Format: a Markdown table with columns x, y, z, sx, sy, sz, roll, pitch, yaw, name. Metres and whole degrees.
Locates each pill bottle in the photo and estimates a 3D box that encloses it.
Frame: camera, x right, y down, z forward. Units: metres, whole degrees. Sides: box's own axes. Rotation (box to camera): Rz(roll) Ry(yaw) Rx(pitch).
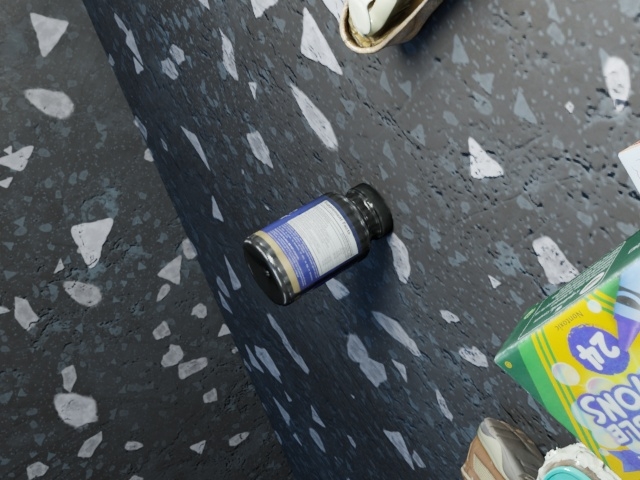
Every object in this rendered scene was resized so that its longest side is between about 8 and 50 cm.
| x | y | z | sx | sy | sz | roll | pitch | yaw | name |
| --- | --- | --- | --- | --- | --- | --- | --- | --- | --- |
| 0.000 | 0.000 | 1.240 | 0.123 | 0.219 | 0.123 | 48 | 156 | 29 | pill bottle |

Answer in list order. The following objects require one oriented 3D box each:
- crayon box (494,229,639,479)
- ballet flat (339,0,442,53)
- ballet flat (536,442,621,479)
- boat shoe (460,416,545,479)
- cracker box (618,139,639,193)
| x | y | z | sx | sy | sz | roll | pitch | yaw | name |
| --- | --- | --- | --- | --- | --- | --- | --- | --- | --- |
| 0.329 | 0.147 | 0.645 | 0.323 | 0.083 | 0.203 | 42 | 142 | 5 | crayon box |
| 0.092 | -0.278 | 0.800 | 0.107 | 0.106 | 0.316 | 56 | 159 | 9 | ballet flat |
| 0.431 | 0.399 | 0.932 | 0.409 | 0.147 | 0.147 | 52 | 159 | 24 | ballet flat |
| 0.280 | 0.382 | 1.107 | 0.123 | 0.116 | 0.324 | 29 | -165 | -14 | boat shoe |
| 0.351 | -0.040 | 0.582 | 0.155 | 0.067 | 0.232 | 60 | 159 | -2 | cracker box |
